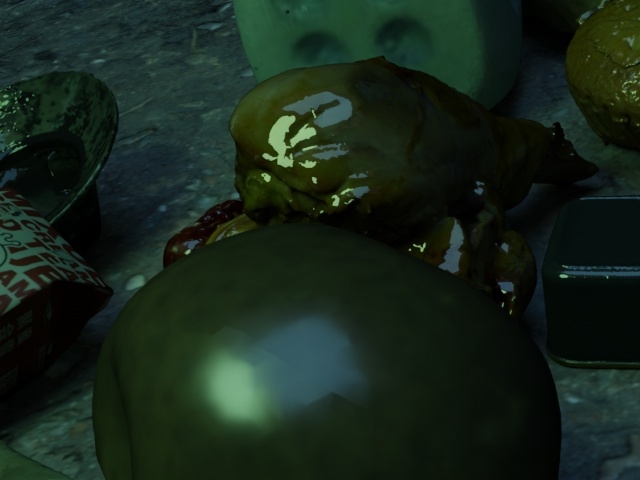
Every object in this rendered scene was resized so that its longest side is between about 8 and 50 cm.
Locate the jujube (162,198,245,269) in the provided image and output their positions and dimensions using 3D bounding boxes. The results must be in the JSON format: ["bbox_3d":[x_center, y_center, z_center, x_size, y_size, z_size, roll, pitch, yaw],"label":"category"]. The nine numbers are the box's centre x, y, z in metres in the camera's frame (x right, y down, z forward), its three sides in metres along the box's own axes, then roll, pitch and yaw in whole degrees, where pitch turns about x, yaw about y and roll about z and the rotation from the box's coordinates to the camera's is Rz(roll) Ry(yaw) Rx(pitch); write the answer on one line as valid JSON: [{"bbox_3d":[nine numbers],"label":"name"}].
[{"bbox_3d":[-0.099,0.008,1.356,0.077,0.077,0.129,2,28,25],"label":"jujube"}]

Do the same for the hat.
[{"bbox_3d":[-0.297,-0.040,1.466,0.266,0.128,0.265,-15,41,14],"label":"hat"}]

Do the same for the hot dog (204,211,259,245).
[{"bbox_3d":[0.000,0.000,1.315,0.250,0.076,0.104,-27,75,-37],"label":"hot dog"}]

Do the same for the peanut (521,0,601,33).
[{"bbox_3d":[0.289,-0.327,1.707,0.174,0.158,0.340,-21,24,-23],"label":"peanut"}]

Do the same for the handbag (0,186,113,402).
[{"bbox_3d":[-0.336,0.060,1.232,0.171,0.151,0.298,38,53,18],"label":"handbag"}]

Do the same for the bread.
[{"bbox_3d":[0.360,-0.162,1.404,0.240,0.139,0.240,-10,30,6],"label":"bread"}]

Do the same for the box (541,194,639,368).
[{"bbox_3d":[0.284,0.028,1.158,0.201,0.090,0.144,-1,31,21],"label":"box"}]

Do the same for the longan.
[{"bbox_3d":[-0.005,0.120,0.925,0.288,0.288,0.350,-25,30,-20],"label":"longan"}]

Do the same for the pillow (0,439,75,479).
[{"bbox_3d":[-0.309,0.245,1.031,0.185,0.075,0.302,18,44,43],"label":"pillow"}]

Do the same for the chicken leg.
[{"bbox_3d":[0.117,-0.025,1.246,0.409,0.182,0.295,-5,53,-45],"label":"chicken leg"}]

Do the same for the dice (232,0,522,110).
[{"bbox_3d":[0.066,-0.276,1.563,0.265,0.268,0.262,-7,35,19],"label":"dice"}]
